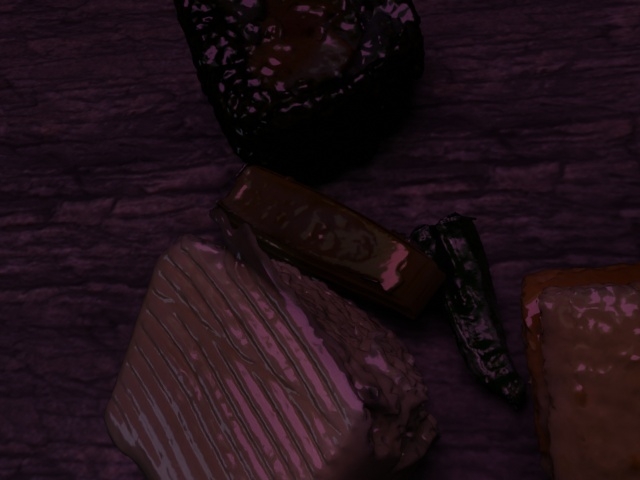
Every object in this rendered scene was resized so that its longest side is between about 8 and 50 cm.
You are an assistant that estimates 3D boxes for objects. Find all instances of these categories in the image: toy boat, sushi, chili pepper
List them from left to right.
[{"bbox_3d":[-0.020,-0.261,1.087,0.294,0.178,0.352,-21,64,-4],"label":"sushi"},{"bbox_3d":[0.000,0.000,0.958,0.310,0.115,0.089,25,71,30],"label":"toy boat"},{"bbox_3d":[0.165,0.075,0.898,0.088,0.059,0.227,-17,54,-3],"label":"chili pepper"}]

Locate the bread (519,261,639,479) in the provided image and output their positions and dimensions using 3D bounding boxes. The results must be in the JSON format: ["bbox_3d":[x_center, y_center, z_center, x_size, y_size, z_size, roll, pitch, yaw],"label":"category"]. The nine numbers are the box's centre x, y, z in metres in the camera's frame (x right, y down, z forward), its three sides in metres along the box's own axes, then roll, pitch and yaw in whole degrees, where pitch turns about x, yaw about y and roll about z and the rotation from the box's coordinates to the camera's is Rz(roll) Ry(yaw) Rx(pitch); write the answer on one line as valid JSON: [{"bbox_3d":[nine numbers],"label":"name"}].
[{"bbox_3d":[0.364,0.125,0.713,0.375,0.165,0.237,-6,98,8],"label":"bread"}]

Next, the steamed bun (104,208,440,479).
[{"bbox_3d":[-0.021,0.146,0.803,0.290,0.272,0.273,42,108,36],"label":"steamed bun"}]
